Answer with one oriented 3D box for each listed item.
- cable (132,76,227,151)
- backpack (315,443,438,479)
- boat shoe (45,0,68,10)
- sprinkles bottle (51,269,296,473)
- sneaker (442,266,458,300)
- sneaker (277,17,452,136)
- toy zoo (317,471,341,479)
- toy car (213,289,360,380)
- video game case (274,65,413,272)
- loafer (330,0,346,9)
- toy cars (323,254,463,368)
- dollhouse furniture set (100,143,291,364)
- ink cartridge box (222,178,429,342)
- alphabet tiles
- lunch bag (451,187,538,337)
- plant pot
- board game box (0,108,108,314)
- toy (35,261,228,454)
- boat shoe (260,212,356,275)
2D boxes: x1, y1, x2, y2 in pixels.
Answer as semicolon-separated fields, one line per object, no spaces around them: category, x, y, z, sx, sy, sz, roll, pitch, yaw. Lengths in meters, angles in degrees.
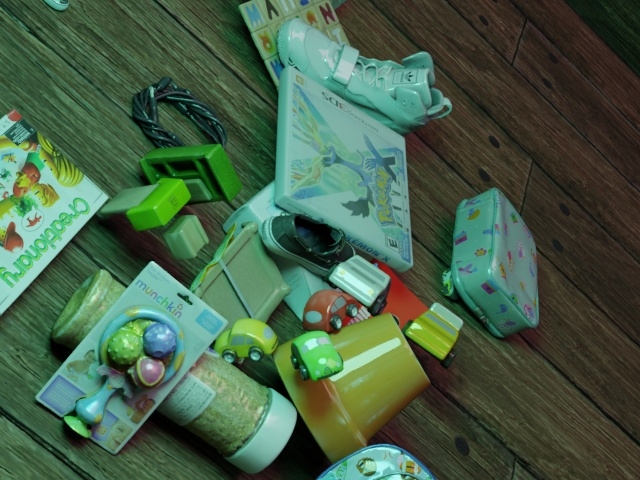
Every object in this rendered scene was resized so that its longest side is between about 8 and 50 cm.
cable;-0.238;-0.197;1.911;0.184;0.047;0.150;51;37;-2
backpack;0.091;0.429;1.569;0.276;0.213;0.263;-35;64;-16
boat shoe;-0.469;-0.457;1.890;0.049;0.040;0.142;-24;78;-53
sprinkles bottle;-0.202;0.188;1.563;0.355;0.121;0.121;38;39;-17
sneaker;0.263;0.087;2.221;0.035;0.031;0.083;48;39;-27
sneaker;0.094;-0.331;2.189;0.366;0.210;0.137;41;48;-33
toy zoo;0.007;0.452;1.451;0.030;0.192;0.293;57;35;-69
toy car;-0.027;0.138;1.603;0.239;0.225;0.053;-19;110;-15
video game case;0.045;-0.132;2.019;0.300;0.036;0.329;29;43;-30
loafer;-0.031;-0.505;2.373;0.251;0.087;0.094;-36;114;-43
toy cars;0.138;0.111;1.871;0.394;0.087;0.176;37;-3;-40
dollhouse furniture set;-0.199;0.025;1.750;0.197;0.151;0.301;-52;127;-41
ink cartridge box;0.044;0.037;1.978;0.385;0.091;0.308;48;37;-2
alphabet tiles;-0.034;-0.403;2.242;0.285;0.011;0.342;-37;105;-50
lunch bag;0.361;0.054;2.263;0.224;0.108;0.279;49;36;-34
plant pot;0.057;0.210;1.693;0.205;0.188;0.205;60;1;-1
board game box;-0.447;-0.038;1.550;0.193;0.053;0.305;44;37;-11
toy;-0.245;0.163;1.456;0.137;0.237;0.056;41;3;-18
boat shoe;0.000;0.000;1.825;0.228;0.076;0.080;25;56;-48
